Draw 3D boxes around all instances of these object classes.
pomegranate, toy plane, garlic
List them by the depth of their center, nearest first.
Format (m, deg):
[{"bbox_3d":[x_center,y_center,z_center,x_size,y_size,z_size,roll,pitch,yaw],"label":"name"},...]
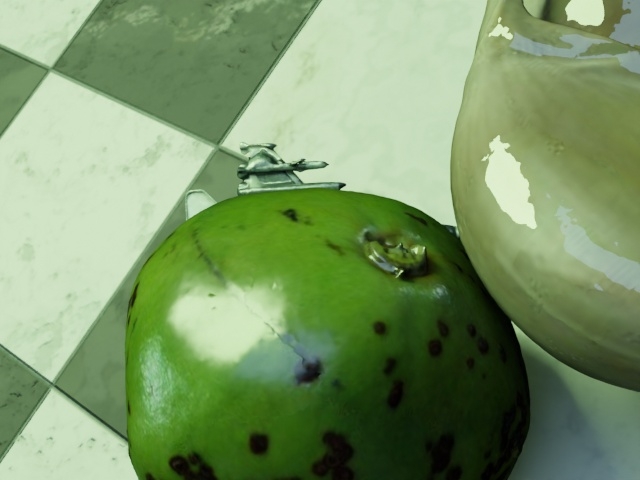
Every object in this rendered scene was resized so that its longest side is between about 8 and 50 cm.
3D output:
[{"bbox_3d":[0.173,-0.069,0.603,0.246,0.231,0.340,-36,76,44],"label":"garlic"},{"bbox_3d":[-0.007,0.092,0.650,0.270,0.254,0.254,-53,40,44],"label":"pomegranate"},{"bbox_3d":[-0.011,0.000,0.791,0.234,0.082,0.160,-4,89,26],"label":"toy plane"}]
